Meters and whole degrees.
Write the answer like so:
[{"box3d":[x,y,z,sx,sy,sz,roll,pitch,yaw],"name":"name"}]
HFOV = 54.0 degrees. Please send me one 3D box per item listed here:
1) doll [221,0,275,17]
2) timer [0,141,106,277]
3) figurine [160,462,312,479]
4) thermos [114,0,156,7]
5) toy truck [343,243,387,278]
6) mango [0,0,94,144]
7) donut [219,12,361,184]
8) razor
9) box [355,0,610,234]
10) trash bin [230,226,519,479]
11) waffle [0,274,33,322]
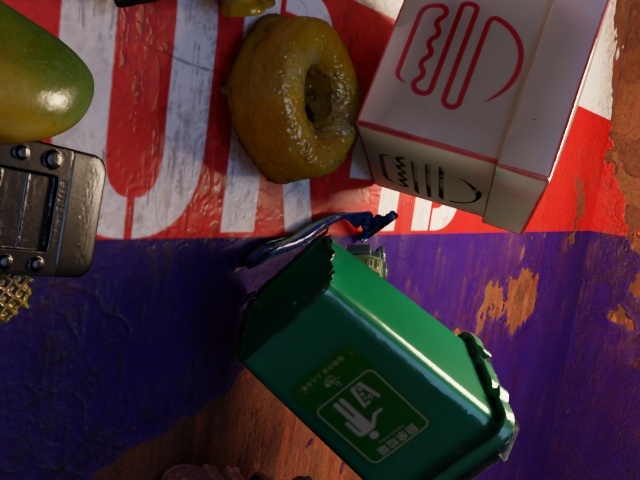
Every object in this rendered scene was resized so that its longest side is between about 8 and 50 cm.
[{"box3d":[-0.098,-0.435,0.744,0.177,0.141,0.314,-65,156,-56],"name":"doll"},{"box3d":[-0.322,-0.037,0.661,0.187,0.055,0.144,10,89,-56],"name":"timer"},{"box3d":[-0.052,0.445,0.901,0.253,0.361,0.210,11,82,-52],"name":"figurine"},{"box3d":[-0.206,-0.423,0.633,0.136,0.110,0.330,-32,125,-25],"name":"thermos"},{"box3d":[0.077,0.101,1.113,0.116,0.085,0.191,-79,165,-49],"name":"toy truck"},{"box3d":[-0.320,-0.158,0.563,0.251,0.114,0.156,20,41,-55],"name":"mango"},{"box3d":[-0.033,-0.209,0.924,0.253,0.118,0.253,7,82,-58],"name":"donut"},{"box3d":[-0.005,-0.011,1.063,0.324,0.093,0.056,-16,73,-44],"name":"razor"},{"box3d":[0.259,-0.226,1.050,0.314,0.300,0.312,53,57,-73],"name":"box"},{"box3d":[0.081,0.183,0.955,0.259,0.295,0.381,-41,107,16],"name":"trash bin"},{"box3d":[-0.349,0.050,0.681,0.078,0.016,0.085,7,96,-56],"name":"waffle"}]
